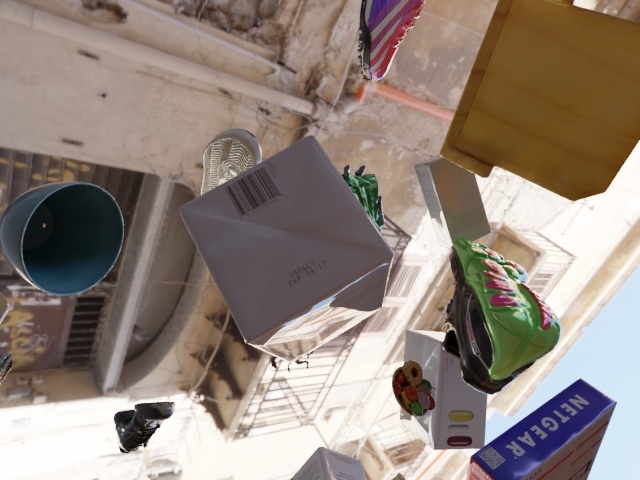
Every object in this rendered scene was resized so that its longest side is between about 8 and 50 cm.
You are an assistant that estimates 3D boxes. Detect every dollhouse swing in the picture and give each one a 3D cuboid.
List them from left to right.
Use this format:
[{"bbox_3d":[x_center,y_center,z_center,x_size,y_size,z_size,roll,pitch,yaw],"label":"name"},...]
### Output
[{"bbox_3d":[0.447,-0.297,0.874,0.305,0.315,0.346,23,-54,13],"label":"dollhouse swing"}]

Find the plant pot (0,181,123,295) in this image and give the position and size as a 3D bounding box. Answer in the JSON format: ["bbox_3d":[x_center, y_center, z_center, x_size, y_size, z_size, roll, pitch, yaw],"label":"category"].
[{"bbox_3d":[-0.697,-0.021,1.168,0.196,0.290,0.290,13,-84,22],"label":"plant pot"}]

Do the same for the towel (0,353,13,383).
[{"bbox_3d":[-0.615,0.263,0.601,0.370,0.272,0.040,-150,-127,-68],"label":"towel"}]

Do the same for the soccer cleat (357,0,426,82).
[{"bbox_3d":[0.120,-0.366,0.667,0.318,0.117,0.108,91,7,-58],"label":"soccer cleat"}]

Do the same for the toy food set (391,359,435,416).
[{"bbox_3d":[0.147,0.237,0.712,0.020,0.083,0.082,-43,-105,40],"label":"toy food set"}]

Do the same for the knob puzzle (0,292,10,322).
[{"bbox_3d":[-0.565,0.130,0.673,0.030,0.213,0.213,88,-19,-55],"label":"knob puzzle"}]

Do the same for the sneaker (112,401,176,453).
[{"bbox_3d":[-0.444,0.472,1.141,0.267,0.101,0.106,-33,-125,41],"label":"sneaker"}]

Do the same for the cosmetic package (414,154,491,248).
[{"bbox_3d":[0.334,-0.104,1.136,0.085,0.117,0.231,-153,-139,-73],"label":"cosmetic package"}]

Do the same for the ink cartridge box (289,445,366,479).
[{"bbox_3d":[0.008,0.569,0.833,0.198,0.115,0.273,-53,-157,16],"label":"ink cartridge box"}]

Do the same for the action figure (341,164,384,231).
[{"bbox_3d":[0.124,-0.101,1.225,0.137,0.232,0.063,12,-127,37],"label":"action figure"}]

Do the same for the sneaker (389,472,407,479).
[{"bbox_3d":[0.213,0.635,1.032,0.084,0.069,0.185,-40,-106,-4],"label":"sneaker"}]

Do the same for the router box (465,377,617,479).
[{"bbox_3d":[0.440,0.482,0.925,0.082,0.336,0.301,37,-42,49],"label":"router box"}]

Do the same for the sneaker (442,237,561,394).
[{"bbox_3d":[0.313,0.130,0.903,0.185,0.483,0.202,30,-72,8],"label":"sneaker"}]

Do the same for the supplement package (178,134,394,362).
[{"bbox_3d":[-0.029,0.037,0.605,0.175,0.178,0.293,57,-7,19],"label":"supplement package"}]

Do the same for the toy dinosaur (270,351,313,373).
[{"bbox_3d":[-0.065,0.265,1.000,0.082,0.090,0.047,4,-86,15],"label":"toy dinosaur"}]

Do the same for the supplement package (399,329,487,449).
[{"bbox_3d":[0.326,0.387,1.200,0.204,0.145,0.261,172,-77,-75],"label":"supplement package"}]

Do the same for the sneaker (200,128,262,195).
[{"bbox_3d":[-0.196,-0.190,1.090,0.148,0.131,0.350,-52,-172,-28],"label":"sneaker"}]
